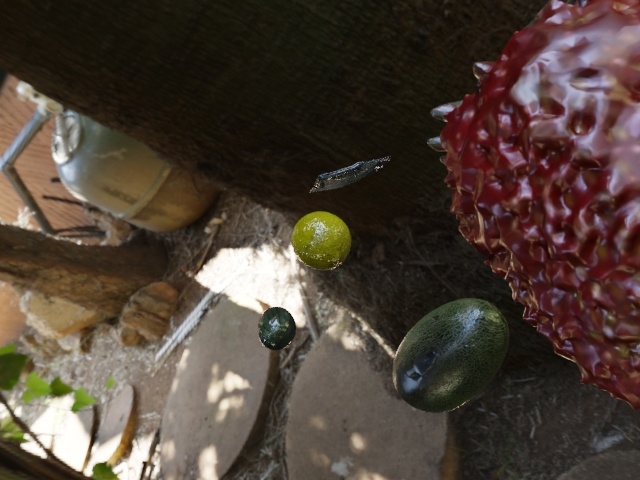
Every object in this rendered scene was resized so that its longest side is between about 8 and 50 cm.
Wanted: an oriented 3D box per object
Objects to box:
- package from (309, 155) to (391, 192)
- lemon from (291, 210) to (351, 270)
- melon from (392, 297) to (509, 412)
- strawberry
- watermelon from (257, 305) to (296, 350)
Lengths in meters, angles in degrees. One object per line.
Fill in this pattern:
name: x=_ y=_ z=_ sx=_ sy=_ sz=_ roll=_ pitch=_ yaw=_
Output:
package: x=0.064 y=-0.148 z=1.215 sx=0.171 sy=0.173 sz=0.027 roll=137 pitch=114 yaw=-79
lemon: x=0.000 y=0.000 z=0.985 sx=0.109 sy=0.109 sz=0.133 roll=-58 pitch=39 yaw=4
melon: x=0.143 y=0.127 z=0.591 sx=0.162 sy=0.099 sz=0.099 roll=-57 pitch=34 yaw=34
strawberry: x=0.195 y=-0.046 z=0.331 sx=0.233 sy=0.137 sz=0.307 roll=-41 pitch=44 yaw=20
watermelon: x=-0.087 y=0.173 z=1.054 sx=0.078 sy=0.078 sz=0.111 roll=-52 pitch=15 yaw=12
